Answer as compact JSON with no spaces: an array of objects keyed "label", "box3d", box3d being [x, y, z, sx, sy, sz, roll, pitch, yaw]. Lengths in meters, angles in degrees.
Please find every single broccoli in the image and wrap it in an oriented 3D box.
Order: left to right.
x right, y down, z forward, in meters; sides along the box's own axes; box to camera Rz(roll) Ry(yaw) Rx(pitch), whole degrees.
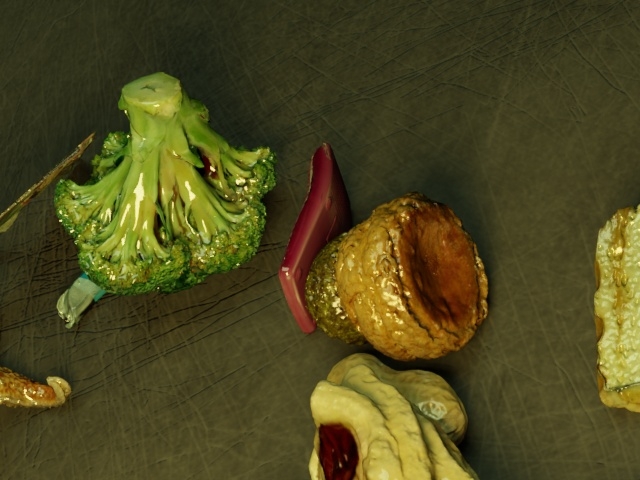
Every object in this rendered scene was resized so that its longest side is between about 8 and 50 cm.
[{"label":"broccoli","box3d":[-0.185,-0.065,1.813,0.254,0.269,0.269,4,53,7]}]

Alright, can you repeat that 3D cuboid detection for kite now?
[{"label":"kite","box3d":[-0.347,-0.056,1.931,0.268,0.013,0.323,-39,6,32]}]

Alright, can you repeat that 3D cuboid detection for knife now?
[{"label":"knife","box3d":[-0.226,-0.005,1.947,0.044,0.026,0.296,24,62,33]}]

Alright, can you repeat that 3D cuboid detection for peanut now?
[{"label":"peanut","box3d":[0.082,0.163,1.641,0.174,0.080,0.080,21,63,38]}]

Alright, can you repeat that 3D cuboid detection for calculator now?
[{"label":"calculator","box3d":[0.000,0.000,1.777,0.034,0.127,0.190,4,55,18]}]

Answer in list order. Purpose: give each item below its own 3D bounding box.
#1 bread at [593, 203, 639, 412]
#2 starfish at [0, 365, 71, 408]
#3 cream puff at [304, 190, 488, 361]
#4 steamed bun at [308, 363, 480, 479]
[{"label":"bread","box3d":[0.344,0.065,1.607,0.128,0.088,0.232,-13,55,25]},{"label":"starfish","box3d":[-0.439,0.163,1.843,0.312,0.113,0.303,0,53,27]},{"label":"cream puff","box3d":[0.067,0.051,1.702,0.169,0.183,0.183,-20,43,39]},{"label":"steamed bun","box3d":[0.053,0.314,1.441,0.428,0.189,0.247,52,126,44]}]
